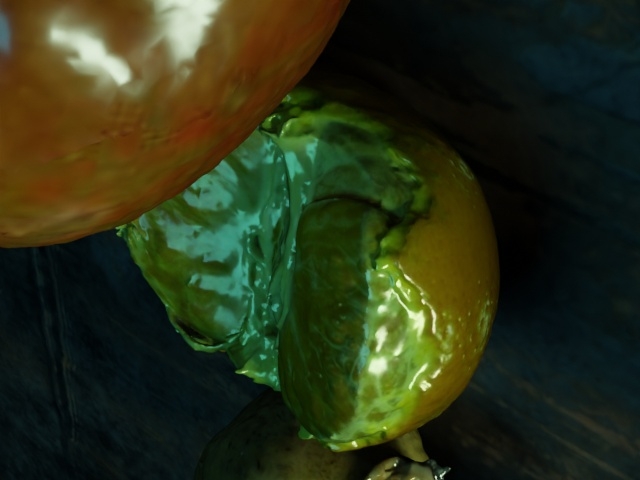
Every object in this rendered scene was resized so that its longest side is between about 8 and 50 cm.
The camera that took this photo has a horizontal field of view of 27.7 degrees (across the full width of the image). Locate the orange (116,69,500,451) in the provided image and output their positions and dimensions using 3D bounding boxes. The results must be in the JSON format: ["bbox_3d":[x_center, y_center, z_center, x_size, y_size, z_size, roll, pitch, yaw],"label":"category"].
[{"bbox_3d":[0.002,-0.003,0.722,0.237,0.158,0.179,30,130,34],"label":"orange"}]

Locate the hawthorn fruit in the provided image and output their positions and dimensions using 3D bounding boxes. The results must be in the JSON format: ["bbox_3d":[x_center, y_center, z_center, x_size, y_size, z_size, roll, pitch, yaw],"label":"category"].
[{"bbox_3d":[-0.163,-0.196,0.602,0.403,0.403,0.402,27,135,31],"label":"hawthorn fruit"}]

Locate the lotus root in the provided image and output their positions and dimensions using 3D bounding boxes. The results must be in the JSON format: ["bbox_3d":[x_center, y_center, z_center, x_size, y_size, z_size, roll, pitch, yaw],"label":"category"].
[{"bbox_3d":[-0.014,0.169,0.872,0.140,0.154,0.257,40,153,-15],"label":"lotus root"}]
